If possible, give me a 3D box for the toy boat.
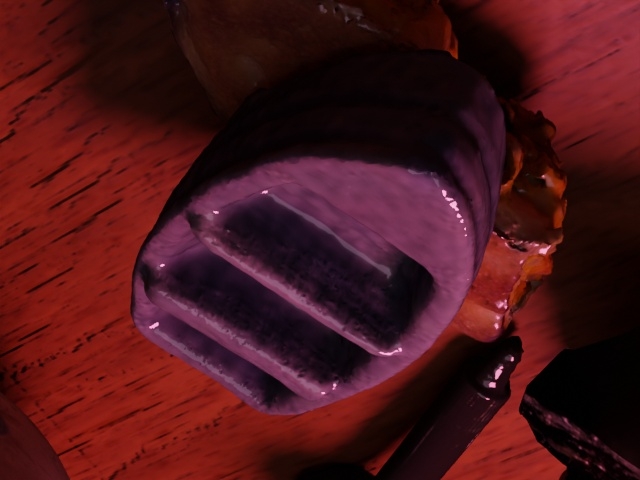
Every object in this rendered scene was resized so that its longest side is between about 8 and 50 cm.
[{"bbox_3d":[0.000,0.000,0.862,0.127,0.078,0.283,36,152,-7],"label":"toy boat"}]

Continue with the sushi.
[{"bbox_3d":[0.201,0.111,1.015,0.153,0.172,0.150,37,145,19],"label":"sushi"}]

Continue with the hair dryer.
[{"bbox_3d":[0.057,0.147,1.143,0.070,0.114,0.248,18,133,-22],"label":"hair dryer"}]

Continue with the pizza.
[{"bbox_3d":[0.029,-0.063,0.905,0.161,0.085,0.305,5,144,42],"label":"pizza"}]

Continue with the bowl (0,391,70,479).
[{"bbox_3d":[-0.260,0.141,1.162,0.313,0.146,0.313,7,142,5],"label":"bowl"}]
